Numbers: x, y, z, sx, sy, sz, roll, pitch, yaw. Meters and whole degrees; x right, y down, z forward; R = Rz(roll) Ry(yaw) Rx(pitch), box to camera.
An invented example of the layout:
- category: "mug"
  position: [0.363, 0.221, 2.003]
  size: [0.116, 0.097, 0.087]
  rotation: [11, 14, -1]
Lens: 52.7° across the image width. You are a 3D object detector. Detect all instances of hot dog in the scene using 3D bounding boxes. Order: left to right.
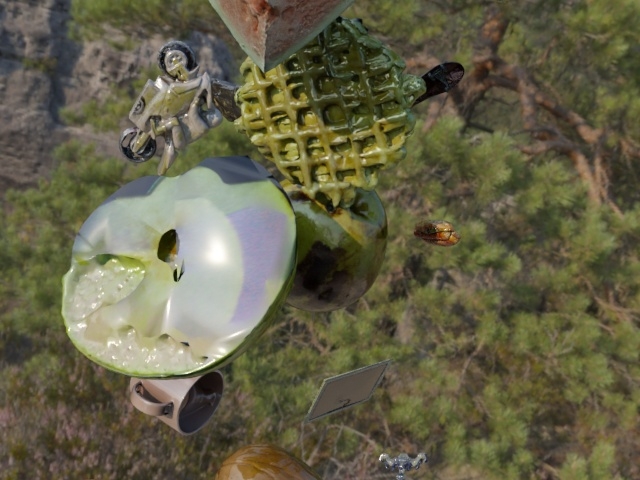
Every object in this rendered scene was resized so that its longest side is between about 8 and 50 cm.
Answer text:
- category: "hot dog"
  position: [0.226, -0.014, 1.281]
  size: [0.062, 0.038, 0.144]
  rotation: [47, -10, -14]

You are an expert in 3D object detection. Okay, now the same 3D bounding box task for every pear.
- category: "pear"
  position: [-0.202, 0.065, 1.041]
  size: [0.399, 0.399, 0.165]
  rotation: [34, -14, 32]
- category: "pear"
  position: [0.000, 0.000, 1.231]
  size: [0.284, 0.283, 0.283]
  rotation: [16, 23, -7]

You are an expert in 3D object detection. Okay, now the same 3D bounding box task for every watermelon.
- category: "watermelon"
  position: [-0.064, -0.354, 0.802]
  size: [0.213, 0.262, 0.201]
  rotation: [50, 28, 4]

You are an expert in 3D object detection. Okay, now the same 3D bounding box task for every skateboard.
- category: "skateboard"
  position: [0.185, -0.276, 1.155]
  size: [0.067, 0.151, 0.080]
  rotation: [59, 21, -18]

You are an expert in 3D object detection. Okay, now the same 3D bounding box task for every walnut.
- category: "walnut"
  position: [-0.077, 0.424, 1.042]
  size: [0.207, 0.167, 0.167]
  rotation: [35, 24, 3]

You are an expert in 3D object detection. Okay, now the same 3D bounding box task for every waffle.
- category: "waffle"
  position: [0.001, -0.216, 1.051]
  size: [0.317, 0.297, 0.073]
  rotation: [40, 31, 10]

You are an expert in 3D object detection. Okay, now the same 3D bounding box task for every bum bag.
- category: "bum bag"
  position: [-0.149, -0.289, 1.360]
  size: [0.069, 0.102, 0.248]
  rotation: [-30, 32, -34]

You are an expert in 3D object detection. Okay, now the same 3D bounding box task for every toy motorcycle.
- category: "toy motorcycle"
  position: [-0.372, -0.327, 1.676]
  size: [0.223, 0.340, 0.108]
  rotation: [26, 17, -24]

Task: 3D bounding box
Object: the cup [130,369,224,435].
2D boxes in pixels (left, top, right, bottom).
- category: "cup"
  position: [-0.419, 0.410, 1.769]
  size: [0.200, 0.191, 0.253]
  rotation: [21, 13, 26]

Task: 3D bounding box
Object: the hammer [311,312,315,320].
- category: "hammer"
  position: [-0.016, 0.157, 1.447]
  size: [0.019, 0.110, 0.035]
  rotation: [20, 63, 6]

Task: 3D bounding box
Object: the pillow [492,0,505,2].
- category: "pillow"
  position: [0.286, -0.497, 1.062]
  size: [0.312, 0.119, 0.310]
  rotation: [10, -8, -24]

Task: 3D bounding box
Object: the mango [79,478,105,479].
- category: "mango"
  position: [-0.275, 0.402, 0.860]
  size: [0.217, 0.141, 0.102]
  rotation: [37, -7, -26]

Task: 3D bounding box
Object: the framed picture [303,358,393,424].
- category: "framed picture"
  position: [0.085, 0.462, 1.996]
  size: [0.273, 0.216, 0.016]
  rotation: [-9, 45, -37]

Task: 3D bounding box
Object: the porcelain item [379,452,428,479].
- category: "porcelain item"
  position: [0.214, 0.596, 1.694]
  size: [0.136, 0.021, 0.075]
  rotation: [-11, 40, 28]
